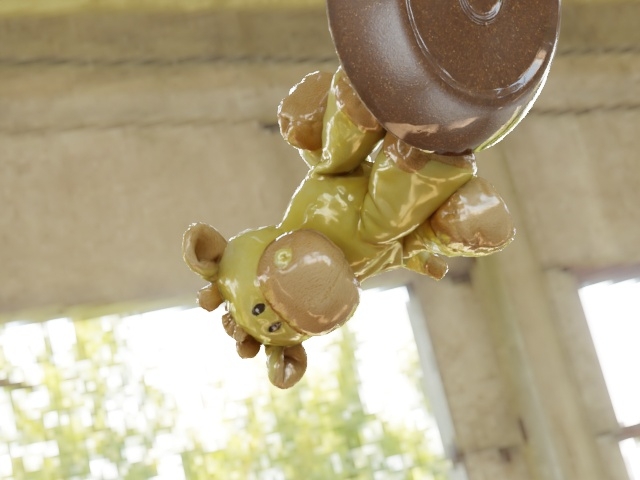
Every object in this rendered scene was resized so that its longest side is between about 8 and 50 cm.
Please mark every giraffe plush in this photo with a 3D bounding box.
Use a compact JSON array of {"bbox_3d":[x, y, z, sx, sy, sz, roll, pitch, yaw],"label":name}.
[{"bbox_3d":[0.000,0.000,1.215,0.170,0.181,0.210,-43,-4,-24],"label":"giraffe plush"}]

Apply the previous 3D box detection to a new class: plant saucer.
[{"bbox_3d":[0.088,-0.152,1.105,0.199,0.198,0.036,6,-6,-41],"label":"plant saucer"}]
